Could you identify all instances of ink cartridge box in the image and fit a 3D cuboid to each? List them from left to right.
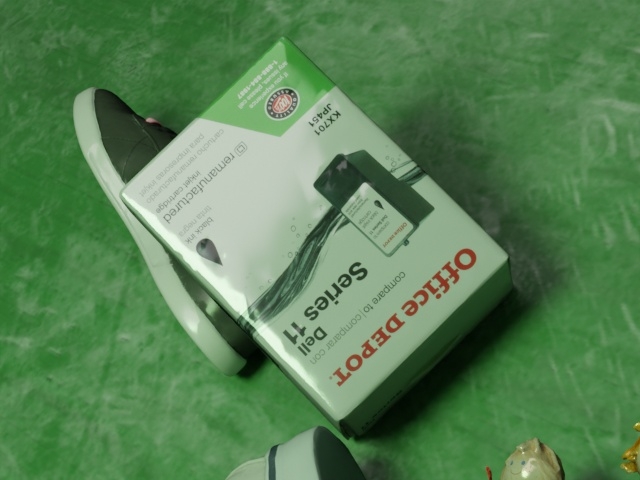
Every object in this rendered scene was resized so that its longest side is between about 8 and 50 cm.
[{"bbox_3d":[0.000,0.000,1.163,0.153,0.087,0.208,-44,76,-4],"label":"ink cartridge box"}]

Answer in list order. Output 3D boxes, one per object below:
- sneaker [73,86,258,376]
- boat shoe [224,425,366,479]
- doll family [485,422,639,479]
[{"bbox_3d":[-0.073,-0.043,1.323,0.147,0.104,0.296,-36,47,1],"label":"sneaker"},{"bbox_3d":[-0.036,0.267,0.998,0.156,0.136,0.367,-27,40,14],"label":"boat shoe"},{"bbox_3d":[0.188,0.164,0.960,0.263,0.118,0.163,-17,46,50],"label":"doll family"}]
